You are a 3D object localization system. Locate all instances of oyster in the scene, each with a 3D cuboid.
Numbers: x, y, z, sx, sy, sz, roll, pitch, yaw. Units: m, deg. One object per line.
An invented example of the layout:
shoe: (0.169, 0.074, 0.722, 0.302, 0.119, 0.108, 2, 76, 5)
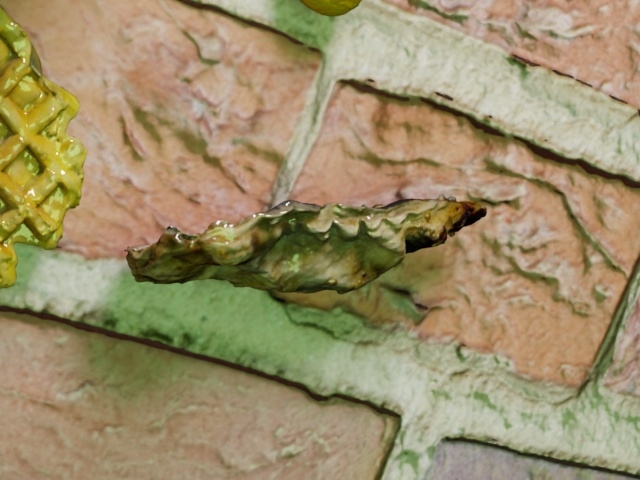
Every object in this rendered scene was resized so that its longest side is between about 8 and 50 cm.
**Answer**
oyster: (-0.002, 0.001, 1.387, 0.345, 0.129, 0.078, -6, 72, -32)

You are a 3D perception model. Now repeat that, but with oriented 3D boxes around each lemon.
lemon: (0.005, -0.217, 1.359, 0.083, 0.062, 0.062, 37, 86, -34)

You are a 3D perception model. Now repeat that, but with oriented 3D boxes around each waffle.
waffle: (-0.299, -0.083, 1.240, 0.262, 0.060, 0.280, 0, 107, -32)
